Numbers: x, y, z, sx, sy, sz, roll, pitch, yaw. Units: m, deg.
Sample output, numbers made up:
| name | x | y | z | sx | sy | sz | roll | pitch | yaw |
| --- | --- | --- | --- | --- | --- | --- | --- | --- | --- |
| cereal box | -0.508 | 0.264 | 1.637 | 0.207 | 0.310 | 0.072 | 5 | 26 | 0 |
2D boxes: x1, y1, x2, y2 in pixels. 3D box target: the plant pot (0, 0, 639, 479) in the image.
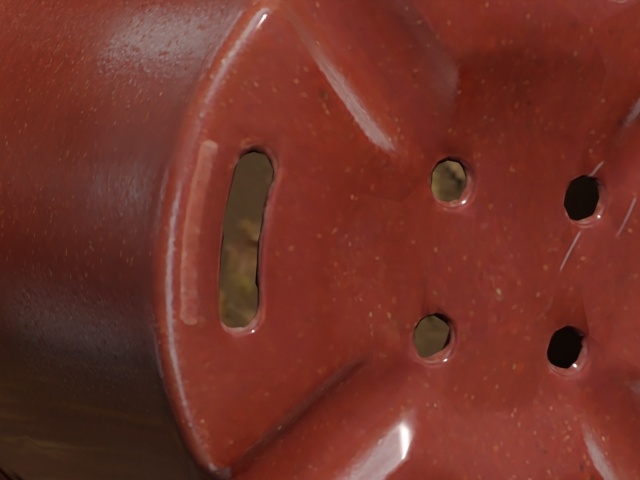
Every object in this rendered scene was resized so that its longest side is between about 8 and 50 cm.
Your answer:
| name | x | y | z | sx | sy | sz | roll | pitch | yaw |
| --- | --- | --- | --- | --- | --- | --- | --- | --- | --- |
| plant pot | 0.000 | 0.000 | 0.626 | 0.272 | 0.265 | 0.272 | -2 | 94 | -25 |
